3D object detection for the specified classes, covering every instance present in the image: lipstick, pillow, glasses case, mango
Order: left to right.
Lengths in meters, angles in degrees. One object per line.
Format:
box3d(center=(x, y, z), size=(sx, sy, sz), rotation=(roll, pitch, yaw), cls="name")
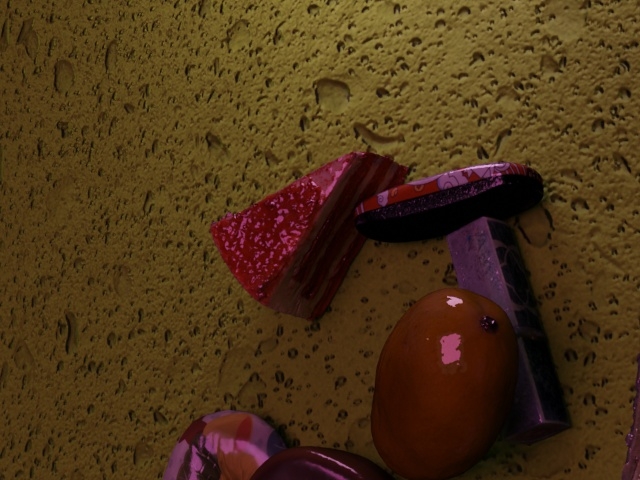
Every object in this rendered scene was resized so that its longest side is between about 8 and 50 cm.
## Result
box3d(center=(-0.129, 0.356, 2.097), size=(0.214, 0.086, 0.233), rotation=(25, 90, 28), cls="pillow")
box3d(center=(0.146, 0.192, 1.825), size=(0.331, 0.142, 0.195), rotation=(106, 153, -45), cls="mango")
box3d(center=(0.167, -0.048, 1.967), size=(0.267, 0.103, 0.067), rotation=(-15, 69, 32), cls="glasses case")
box3d(center=(0.234, 0.110, 1.885), size=(0.076, 0.077, 0.289), rotation=(-32, 61, 34), cls="lipstick")

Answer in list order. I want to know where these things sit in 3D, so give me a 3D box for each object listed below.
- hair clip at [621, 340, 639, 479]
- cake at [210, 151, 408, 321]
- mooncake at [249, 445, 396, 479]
box3d(center=(0.419, 0.223, 1.698), size=(0.138, 0.091, 0.321), rotation=(-5, 55, 37), cls="hair clip")
box3d(center=(0.000, 0.000, 2.047), size=(0.262, 0.158, 0.159), rotation=(-28, 66, 27), cls="cake")
box3d(center=(0.016, 0.380, 1.947), size=(0.235, 0.117, 0.235), rotation=(-5, 78, 25), cls="mooncake")
